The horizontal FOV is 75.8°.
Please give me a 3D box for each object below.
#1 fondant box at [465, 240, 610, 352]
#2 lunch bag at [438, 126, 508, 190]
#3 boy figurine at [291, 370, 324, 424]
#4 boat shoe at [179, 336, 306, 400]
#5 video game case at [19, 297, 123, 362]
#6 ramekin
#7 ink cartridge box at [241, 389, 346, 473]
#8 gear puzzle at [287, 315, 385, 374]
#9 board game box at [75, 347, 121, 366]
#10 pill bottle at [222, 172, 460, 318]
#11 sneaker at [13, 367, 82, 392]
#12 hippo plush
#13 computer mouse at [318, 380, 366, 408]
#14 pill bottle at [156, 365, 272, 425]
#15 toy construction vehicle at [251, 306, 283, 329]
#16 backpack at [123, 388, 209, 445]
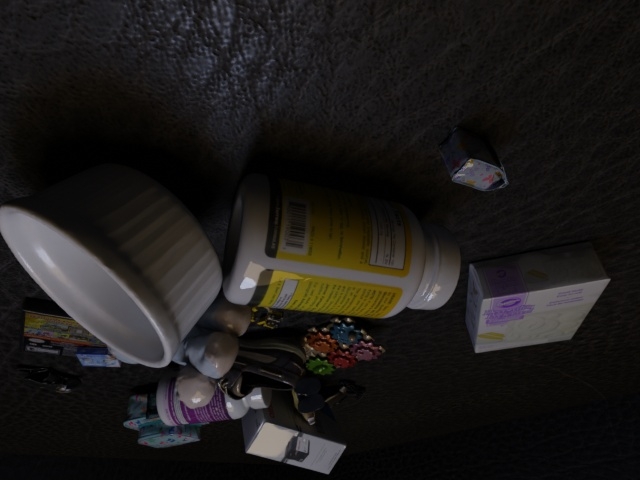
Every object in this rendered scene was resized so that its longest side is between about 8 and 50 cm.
[{"bbox_3d":[0.470,0.147,0.945,0.238,0.096,0.330,-12,143,10],"label":"fondant box"},{"bbox_3d":[0.216,-0.111,0.566,0.083,0.071,0.053,15,137,-23],"label":"lunch bag"},{"bbox_3d":[-0.047,0.495,1.321,0.092,0.177,0.285,-13,163,-8],"label":"boy figurine"},{"bbox_3d":[-0.216,0.334,1.070,0.355,0.130,0.132,-9,133,15],"label":"boat shoe"},{"bbox_3d":[-0.557,0.228,0.989,0.275,0.035,0.248,17,140,-27],"label":"video game case"},{"bbox_3d":[-0.269,0.030,0.562,0.277,0.135,0.277,21,139,20],"label":"ramekin"},{"bbox_3d":[-0.099,0.615,1.369,0.307,0.223,0.129,28,97,-22],"label":"ink cartridge box"},{"bbox_3d":[-0.006,0.314,1.120,0.339,0.044,0.175,-30,117,32],"label":"gear puzzle"},{"bbox_3d":[-0.555,0.295,1.034,0.090,0.020,0.090,6,145,-14],"label":"board game box"},{"bbox_3d":[0.032,0.019,0.627,0.334,0.188,0.188,10,143,-19],"label":"pill bottle"},{"bbox_3d":[-0.790,0.407,1.200,0.170,0.051,0.089,18,144,-24],"label":"sneaker"},{"bbox_3d":[-0.287,0.158,0.825,0.237,0.234,0.294,29,178,-15],"label":"hippo plush"},{"bbox_3d":[0.027,0.613,1.576,0.272,0.072,0.188,-20,143,20],"label":"computer mouse"},{"bbox_3d":[-0.303,0.441,1.206,0.302,0.169,0.169,-9,145,7],"label":"pill bottle"},{"bbox_3d":[-0.132,0.178,0.975,0.098,0.035,0.086,22,148,-30],"label":"toy construction vehicle"},{"bbox_3d":[-0.526,0.596,1.400,0.254,0.191,0.225,-8,146,14],"label":"backpack"}]
